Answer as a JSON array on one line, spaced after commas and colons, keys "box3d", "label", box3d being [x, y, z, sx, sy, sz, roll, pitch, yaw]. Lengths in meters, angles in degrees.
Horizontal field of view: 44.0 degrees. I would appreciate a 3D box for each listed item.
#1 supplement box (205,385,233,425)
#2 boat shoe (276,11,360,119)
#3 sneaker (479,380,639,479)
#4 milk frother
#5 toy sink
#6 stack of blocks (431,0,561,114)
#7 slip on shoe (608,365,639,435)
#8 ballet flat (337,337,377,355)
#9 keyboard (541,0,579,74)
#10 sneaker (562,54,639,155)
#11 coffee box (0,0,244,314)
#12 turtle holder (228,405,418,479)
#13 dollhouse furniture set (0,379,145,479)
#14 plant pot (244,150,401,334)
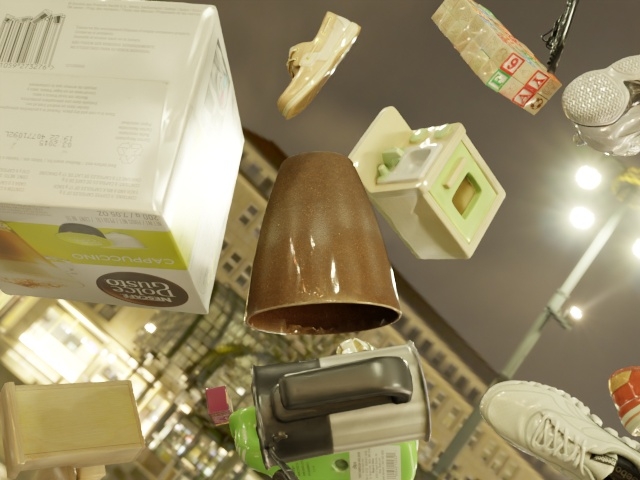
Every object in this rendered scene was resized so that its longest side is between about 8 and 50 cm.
[{"box3d": [-0.204, 0.336, 1.612, 0.083, 0.043, 0.055, 83, -5, -62], "label": "supplement box"}, {"box3d": [-0.014, -0.225, 1.002, 0.059, 0.170, 0.063, 35, -28, -1], "label": "boat shoe"}, {"box3d": [0.362, 0.289, 1.118, 0.292, 0.110, 0.118, 26, 4, 20], "label": "sneaker"}, {"box3d": [0.020, 0.159, 0.613, 0.129, 0.134, 0.143, 112, -30, -84], "label": "milk frother"}, {"box3d": [0.181, -0.101, 1.315, 0.131, 0.153, 0.234, -2, -45, 51], "label": "toy sink"}, {"box3d": [0.384, -0.422, 1.753, 0.171, 0.087, 0.297, 20, 32, -36], "label": "stack of blocks"}, {"box3d": [0.597, 0.216, 1.247, 0.123, 0.331, 0.101, 105, -31, -48], "label": "slip on shoe"}, {"box3d": [0.085, 0.293, 1.858, 0.123, 0.123, 0.348, 43, 8, -8], "label": "ballet flat"}, {"box3d": [0.363, -0.332, 1.198, 0.038, 0.192, 0.100, 19, -29, 12], "label": "keyboard"}, {"box3d": [0.701, -0.300, 1.683, 0.210, 0.365, 0.137, 51, 26, -61], "label": "sneaker"}, {"box3d": [-0.321, -0.115, 1.167, 0.337, 0.338, 0.334, 5, -27, 5], "label": "coffee box"}, {"box3d": [0.016, 0.361, 1.419, 0.243, 0.320, 0.227, 55, 19, -18], "label": "turtle holder"}, {"box3d": [-0.570, 0.466, 1.666, 0.394, 0.256, 0.362, -51, -132, 38], "label": "dollhouse furniture set"}, {"box3d": [0.000, 0.000, 1.116, 0.215, 0.231, 0.215, -2, -17, -1], "label": "plant pot"}]
